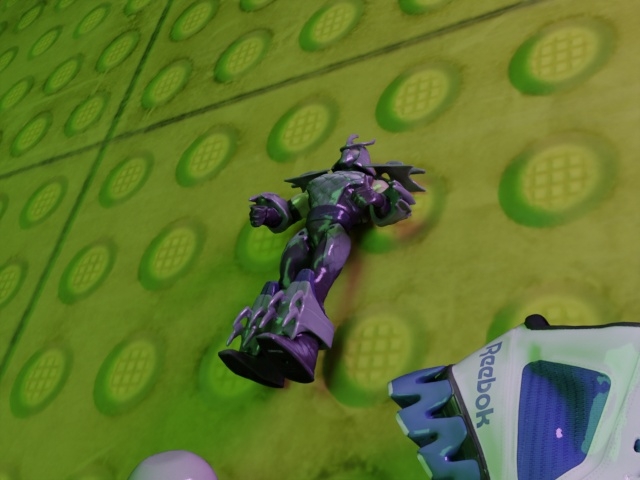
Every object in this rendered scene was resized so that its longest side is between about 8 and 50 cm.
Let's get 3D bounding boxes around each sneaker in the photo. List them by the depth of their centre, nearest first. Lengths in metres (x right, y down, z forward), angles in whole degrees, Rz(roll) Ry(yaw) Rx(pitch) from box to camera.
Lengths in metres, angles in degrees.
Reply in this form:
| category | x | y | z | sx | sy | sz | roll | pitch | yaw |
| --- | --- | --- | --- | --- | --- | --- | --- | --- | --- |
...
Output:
| category | x | y | z | sx | sy | sz | roll | pitch | yaw |
| --- | --- | --- | --- | --- | --- | --- | --- | --- | --- |
| sneaker | 0.175 | 0.145 | 0.431 | 0.182 | 0.127 | 0.315 | -40 | 40 | 8 |

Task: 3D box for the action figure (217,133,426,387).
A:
| category | x | y | z | sx | sy | sz | roll | pitch | yaw |
| --- | --- | --- | --- | --- | --- | --- | --- | --- | --- |
| action figure | 0.000 | 0.000 | 0.716 | 0.185 | 0.099 | 0.285 | -12 | 46 | 43 |

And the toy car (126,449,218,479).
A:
| category | x | y | z | sx | sy | sz | roll | pitch | yaw |
| --- | --- | --- | --- | --- | --- | --- | --- | --- | --- |
| toy car | -0.070 | 0.243 | 0.542 | 0.136 | 0.159 | 0.182 | -7 | 3 | -16 |
